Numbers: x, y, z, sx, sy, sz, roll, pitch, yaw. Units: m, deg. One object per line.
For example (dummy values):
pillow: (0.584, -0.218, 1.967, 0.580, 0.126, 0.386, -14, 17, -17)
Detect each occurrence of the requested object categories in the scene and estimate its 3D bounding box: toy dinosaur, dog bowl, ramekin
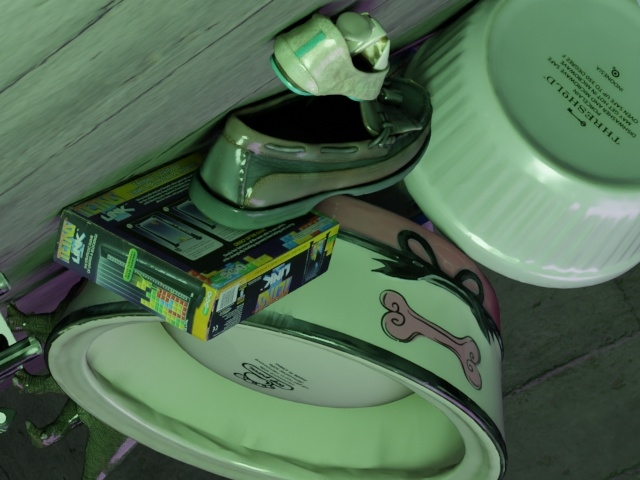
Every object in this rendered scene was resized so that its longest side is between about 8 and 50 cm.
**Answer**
toy dinosaur: (-0.219, 0.122, 1.936, 0.160, 0.313, 0.121, -8, 153, 6)
dog bowl: (-0.024, 0.089, 1.698, 0.408, 0.408, 0.150, -32, -141, 58)
ramekin: (0.207, -0.105, 1.658, 0.273, 0.273, 0.127, -30, 168, -33)

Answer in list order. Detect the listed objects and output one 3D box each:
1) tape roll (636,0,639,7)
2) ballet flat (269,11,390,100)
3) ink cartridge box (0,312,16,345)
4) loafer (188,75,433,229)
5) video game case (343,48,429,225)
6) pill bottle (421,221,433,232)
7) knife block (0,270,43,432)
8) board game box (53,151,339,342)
tape roll: (0.306, -0.202, 1.344, 0.189, 0.189, 0.080, -31, 178, 12)
ballet flat: (0.019, -0.116, 1.206, 0.052, 0.057, 0.168, -41, 176, 17)
ink cartridge box: (-0.328, 0.110, 1.402, 0.203, 0.086, 0.148, -29, 178, -25)
loafer: (0.010, -0.085, 1.499, 0.267, 0.096, 0.084, -28, 145, -47)
video game case: (0.054, -0.074, 1.731, 0.119, 0.166, 0.015, -31, 143, 31)
pill bottle: (0.000, 0.000, 2.040, 0.204, 0.204, 0.361, -30, 179, -4)
knife block: (-0.301, 0.073, 1.074, 0.276, 0.242, 0.088, 17, 162, -14)
board game box: (-0.090, 0.001, 1.450, 0.170, 0.141, 0.048, -28, 138, -53)
